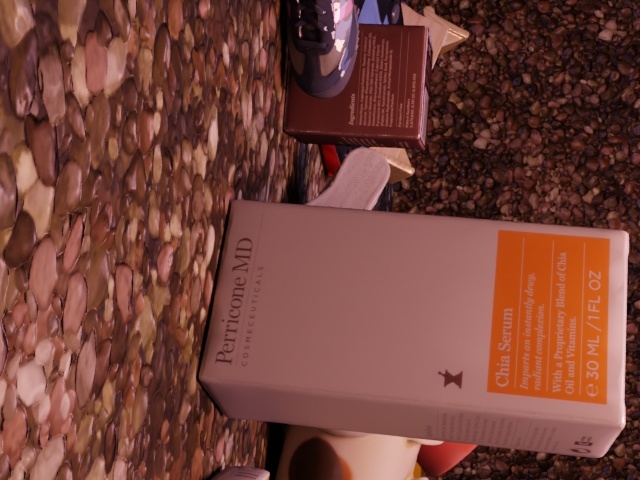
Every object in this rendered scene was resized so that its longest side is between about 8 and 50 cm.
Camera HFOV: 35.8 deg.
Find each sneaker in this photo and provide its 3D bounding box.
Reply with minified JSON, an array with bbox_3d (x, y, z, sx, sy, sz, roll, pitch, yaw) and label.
[{"bbox_3d":[-0.016,-0.350,1.332,0.131,0.112,0.319,-20,113,-62],"label":"sneaker"},{"bbox_3d":[0.000,0.000,1.520,0.292,0.108,0.169,-50,174,-39],"label":"sneaker"}]

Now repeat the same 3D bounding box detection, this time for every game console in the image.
[{"bbox_3d":[0.077,-0.330,1.834,0.342,0.060,0.387,76,30,-66],"label":"game console"}]

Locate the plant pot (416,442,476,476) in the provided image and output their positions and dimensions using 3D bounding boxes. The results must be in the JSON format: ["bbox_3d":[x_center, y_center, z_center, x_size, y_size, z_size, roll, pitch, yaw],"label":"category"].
[{"bbox_3d":[0.200,0.241,1.768,0.275,0.243,0.275,-47,176,-4],"label":"plant pot"}]

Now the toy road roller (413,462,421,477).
[{"bbox_3d":[0.071,0.371,1.944,0.240,0.202,0.330,-19,108,-68],"label":"toy road roller"}]

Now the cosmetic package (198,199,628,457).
[{"bbox_3d":[0.111,0.100,1.146,0.161,0.453,0.230,76,20,-65],"label":"cosmetic package"}]

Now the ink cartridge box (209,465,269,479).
[{"bbox_3d":[-0.124,0.422,1.058,0.303,0.072,0.307,15,78,-82],"label":"ink cartridge box"}]

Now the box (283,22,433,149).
[{"bbox_3d":[0.062,-0.231,1.501,0.168,0.203,0.167,1,93,-82],"label":"box"}]

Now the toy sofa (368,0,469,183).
[{"bbox_3d":[0.161,-0.319,2.140,0.363,0.177,0.150,-68,-168,-9],"label":"toy sofa"}]

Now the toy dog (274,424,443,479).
[{"bbox_3d":[0.031,0.283,1.522,0.395,0.284,0.408,-27,129,-41],"label":"toy dog"}]
